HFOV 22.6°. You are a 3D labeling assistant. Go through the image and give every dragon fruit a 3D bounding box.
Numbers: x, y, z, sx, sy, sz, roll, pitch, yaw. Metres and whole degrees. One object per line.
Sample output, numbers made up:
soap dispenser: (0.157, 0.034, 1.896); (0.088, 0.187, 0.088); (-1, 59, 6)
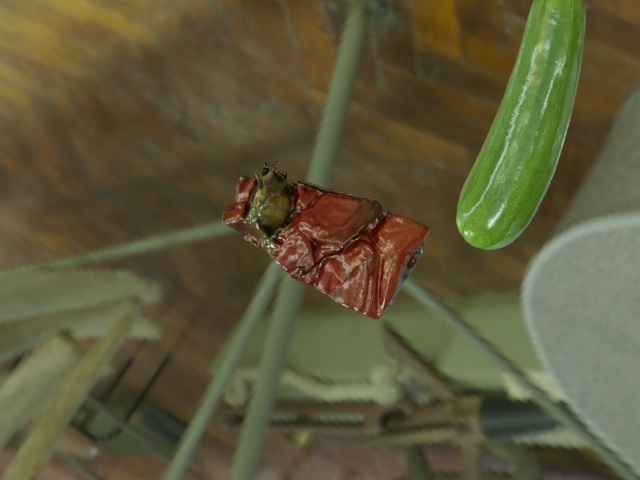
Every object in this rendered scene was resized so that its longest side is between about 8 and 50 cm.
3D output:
dragon fruit: (0.006, -0.017, 1.490); (0.192, 0.092, 0.122); (28, -162, 18)

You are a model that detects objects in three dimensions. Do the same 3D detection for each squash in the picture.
squash: (0.067, -0.039, 0.516); (0.027, 0.089, 0.027); (19, -169, -4)
